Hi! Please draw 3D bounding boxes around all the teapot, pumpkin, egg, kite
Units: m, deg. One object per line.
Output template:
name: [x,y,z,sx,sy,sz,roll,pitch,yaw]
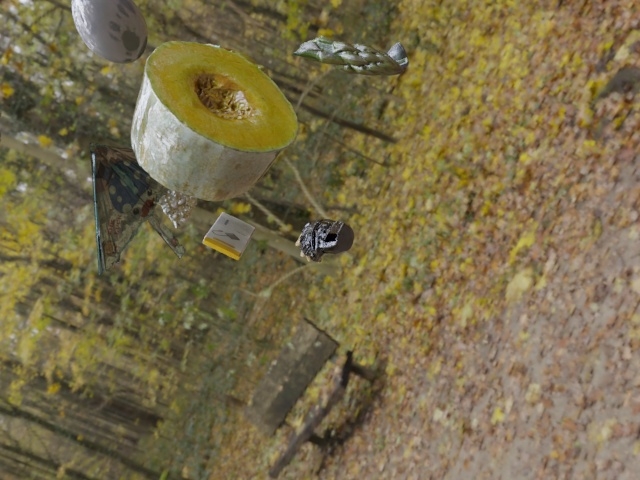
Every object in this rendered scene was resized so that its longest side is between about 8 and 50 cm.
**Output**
teapot: [0.215,-0.508,1.900,0.057,0.066,0.088,-26,48,11]
pumpkin: [-0.231,-0.236,1.399,0.199,0.332,0.332,-53,15,40]
egg: [-0.573,-0.592,1.842,0.176,0.232,0.176,-19,47,22]
kite: [-0.421,-0.091,1.600,0.014,0.368,0.406,-1,47,36]

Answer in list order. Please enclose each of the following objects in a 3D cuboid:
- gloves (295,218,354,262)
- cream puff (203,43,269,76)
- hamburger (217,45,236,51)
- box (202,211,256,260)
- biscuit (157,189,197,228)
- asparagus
gloves: [0.000,0.000,2.011,0.164,0.203,0.124,-38,-61,-53]
cream puff: [-0.249,-0.358,1.855,0.378,0.275,0.379,171,90,-78]
hamburger: [-0.355,-0.515,2.309,0.290,0.314,0.170,-57,-15,-14]
box: [-0.293,-0.012,2.186,0.033,0.129,0.247,-62,4,23]
biscuit: [-0.524,-0.192,2.400,0.179,0.281,0.084,-32,9,-27]
asparagus: [0.066,-0.447,1.647,0.080,0.287,0.080,20,-90,-76]
